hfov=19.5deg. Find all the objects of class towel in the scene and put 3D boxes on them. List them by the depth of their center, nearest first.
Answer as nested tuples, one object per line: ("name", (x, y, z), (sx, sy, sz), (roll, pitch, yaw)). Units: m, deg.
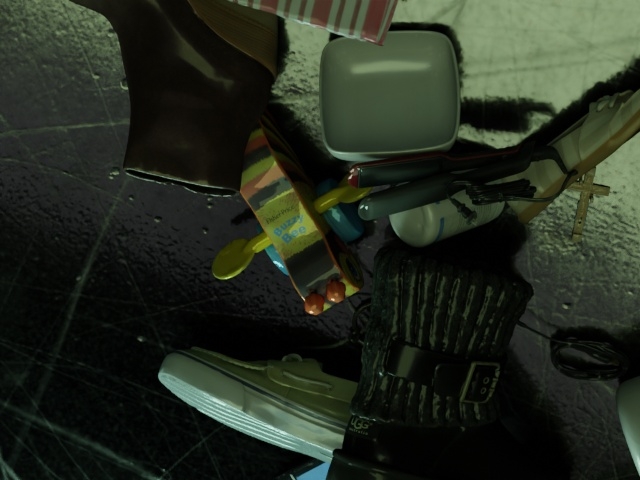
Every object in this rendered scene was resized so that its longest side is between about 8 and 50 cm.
("towel", (-0.011, -0.285, 1.853), (0.197, 0.029, 0.144), (16, 82, 3))

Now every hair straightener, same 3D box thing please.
("hair straightener", (0.147, -0.046, 1.829), (0.230, 0.089, 0.047), (-6, 147, -11))

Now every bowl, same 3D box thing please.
("bowl", (0.072, -0.140, 1.883), (0.142, 0.053, 0.142), (-4, 65, 6))

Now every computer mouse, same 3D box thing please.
("computer mouse", (0.222, 0.084, 1.985), (0.242, 0.041, 0.071), (28, 117, -11))

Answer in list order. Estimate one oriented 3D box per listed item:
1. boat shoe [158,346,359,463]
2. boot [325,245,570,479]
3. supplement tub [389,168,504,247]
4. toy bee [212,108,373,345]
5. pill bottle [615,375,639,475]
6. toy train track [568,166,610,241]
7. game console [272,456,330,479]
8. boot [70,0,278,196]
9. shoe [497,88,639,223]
("boat shoe", (-0.025, 0.174, 2.018), (0.302, 0.109, 0.094), (22, 73, 0))
("boot", (0.169, 0.156, 1.931), (0.348, 0.131, 0.260), (17, 86, -44))
("supplement tub", (0.129, -0.039, 1.902), (0.071, 0.107, 0.071), (25, 124, 44))
("toy bee", (0.000, 0.000, 1.910), (0.298, 0.162, 0.195), (35, 107, -6))
("pill bottle", (0.452, 0.175, 1.929), (0.264, 0.146, 0.146), (-22, 105, 12))
("toy train track", (0.276, -0.037, 1.944), (0.048, 0.014, 0.083), (10, 110, 3))
("game console", (0.030, 0.297, 2.049), (0.144, 0.085, 0.124), (-29, 104, 14))
("boot", (-0.171, -0.168, 1.860), (0.248, 0.090, 0.207), (16, 74, -6))
("shoe", (0.270, -0.103, 1.887), (0.219, 0.076, 0.058), (-41, 86, 21))
